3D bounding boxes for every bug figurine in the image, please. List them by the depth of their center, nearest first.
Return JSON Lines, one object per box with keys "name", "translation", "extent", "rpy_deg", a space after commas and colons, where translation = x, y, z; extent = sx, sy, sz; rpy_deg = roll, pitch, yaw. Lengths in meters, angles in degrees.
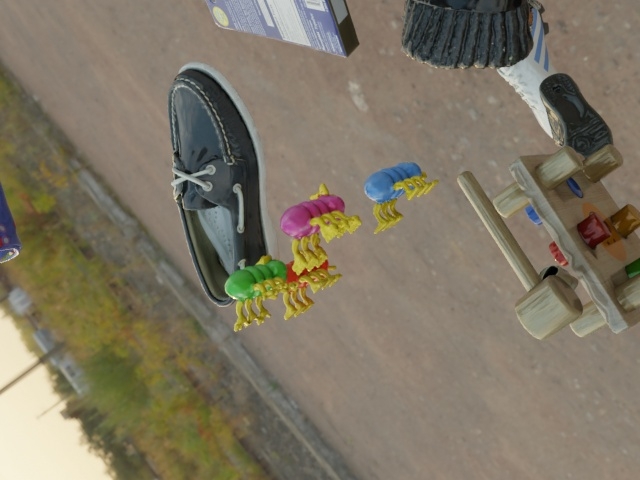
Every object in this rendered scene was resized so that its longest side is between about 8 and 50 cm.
{"name": "bug figurine", "translation": [0.000, 0.000, 1.025], "extent": [0.072, 0.216, 0.279], "rpy_deg": [55, 128, 13]}

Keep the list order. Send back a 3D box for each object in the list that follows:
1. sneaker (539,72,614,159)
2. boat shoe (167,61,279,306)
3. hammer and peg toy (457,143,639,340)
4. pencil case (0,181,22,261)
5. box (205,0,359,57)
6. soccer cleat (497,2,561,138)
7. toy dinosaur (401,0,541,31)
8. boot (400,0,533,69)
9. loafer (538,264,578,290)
{"name": "sneaker", "translation": [0.475, -0.188, 1.620], "extent": [0.130, 0.087, 0.227], "rpy_deg": [43, -158, -53]}
{"name": "boat shoe", "translation": [-0.124, -0.057, 1.053], "extent": [0.114, 0.091, 0.302], "rpy_deg": [8, 127, 38]}
{"name": "hammer and peg toy", "translation": [0.340, -0.009, 1.158], "extent": [0.127, 0.361, 0.266], "rpy_deg": [-38, 74, 32]}
{"name": "pencil case", "translation": [-0.534, -0.097, 1.273], "extent": [0.119, 0.133, 0.306], "rpy_deg": [-25, 84, 62]}
{"name": "box", "translation": [-0.064, -0.307, 1.103], "extent": [0.225, 0.036, 0.136], "rpy_deg": [21, 151, 33]}
{"name": "soccer cleat", "translation": [0.443, -0.356, 1.919], "extent": [0.116, 0.143, 0.331], "rpy_deg": [-20, 90, 68]}
{"name": "toy dinosaur", "translation": [0.277, -0.449, 1.642], "extent": [0.218, 0.164, 0.322], "rpy_deg": [1, 153, 36]}
{"name": "boot", "translation": [0.243, -0.328, 1.053], "extent": [0.348, 0.131, 0.260], "rpy_deg": [18, 125, 39]}
{"name": "loafer", "translation": [0.464, 0.072, 1.771], "extent": [0.050, 0.056, 0.148], "rpy_deg": [34, 179, -9]}
